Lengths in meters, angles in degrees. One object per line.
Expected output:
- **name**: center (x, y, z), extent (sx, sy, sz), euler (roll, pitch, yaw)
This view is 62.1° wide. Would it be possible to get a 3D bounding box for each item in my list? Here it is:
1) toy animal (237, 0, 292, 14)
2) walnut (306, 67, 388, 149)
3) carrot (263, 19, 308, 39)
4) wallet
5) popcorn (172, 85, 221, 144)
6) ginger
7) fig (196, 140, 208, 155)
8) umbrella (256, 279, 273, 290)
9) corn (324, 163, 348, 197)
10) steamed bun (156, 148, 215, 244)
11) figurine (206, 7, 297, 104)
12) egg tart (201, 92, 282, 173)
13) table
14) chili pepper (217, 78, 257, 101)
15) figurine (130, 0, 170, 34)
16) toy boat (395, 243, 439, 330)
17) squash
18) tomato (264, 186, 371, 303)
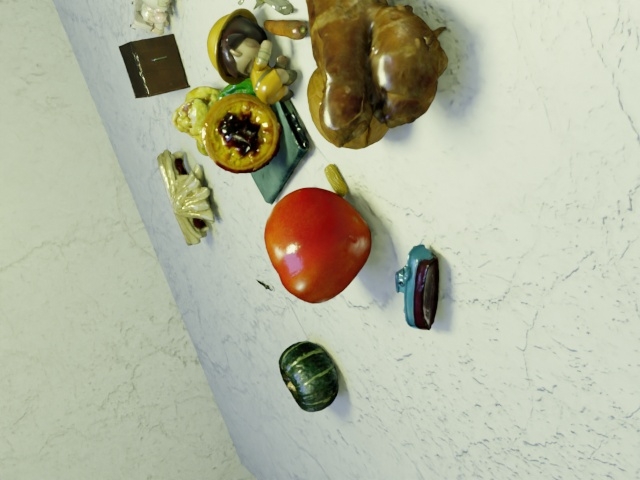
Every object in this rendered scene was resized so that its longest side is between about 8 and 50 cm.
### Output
- **toy animal**: center (-0.165, -0.612, 1.301), extent (0.155, 0.095, 0.219), euler (-23, 91, 57)
- **walnut**: center (0.058, -0.283, 1.106), extent (0.207, 0.167, 0.167), euler (66, 153, 17)
- **carrot**: center (-0.092, -0.521, 1.305), extent (0.191, 0.047, 0.047), euler (33, 139, 50)
- **wallet**: center (-0.137, -0.260, 1.578), extent (0.191, 0.046, 0.379), euler (62, 152, 8)
- **popcorn**: center (-0.375, -0.389, 1.716), extent (0.200, 0.203, 0.226), euler (-16, 93, 58)
- **ginger**: center (0.090, -0.386, 0.961), extent (0.176, 0.254, 0.418), euler (61, -163, -75)
- **fig**: center (-0.398, -0.377, 1.927), extent (0.093, 0.093, 0.166), euler (99, 176, -46)
- **umbrella**: center (-0.224, 0.178, 2.097), extent (0.149, 0.022, 0.022), euler (13, 81, 56)
- **corn**: center (0.040, -0.155, 1.375), extent (0.092, 0.037, 0.037), euler (59, 151, 3)
- **steamed bun**: center (-0.542, -0.179, 2.223), extent (0.247, 0.189, 0.428), euler (-108, 3, -74)
- **figurine**: center (-0.185, -0.463, 1.364), extent (0.257, 0.167, 0.192), euler (54, 180, 16)
- **egg tart**: center (-0.222, -0.294, 1.464), extent (0.171, 0.215, 0.215), euler (-143, 35, -71)
- **table**: center (-0.608, -0.637, 1.946), extent (0.172, 0.169, 0.193), euler (18, 125, 53)
- **chili pepper**: center (-0.220, -0.426, 1.556), extent (0.253, 0.083, 0.099), euler (2, 115, 54)
- **figurine**: center (-0.555, -0.817, 1.764), extent (0.144, 0.182, 0.256), euler (26, 149, -18)
- **toy boat**: center (0.215, 0.114, 1.221), extent (0.097, 0.100, 0.223), euler (23, 129, 39)
- **squash**: center (-0.044, 0.479, 1.875), extent (0.252, 0.165, 0.252), euler (43, 146, 39)
- **tomato**: center (0.000, 0.000, 1.324), extent (0.226, 0.298, 0.299), euler (-31, 84, 32)
